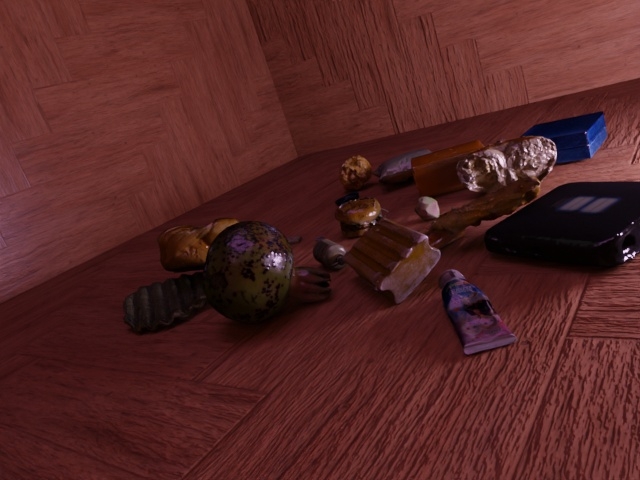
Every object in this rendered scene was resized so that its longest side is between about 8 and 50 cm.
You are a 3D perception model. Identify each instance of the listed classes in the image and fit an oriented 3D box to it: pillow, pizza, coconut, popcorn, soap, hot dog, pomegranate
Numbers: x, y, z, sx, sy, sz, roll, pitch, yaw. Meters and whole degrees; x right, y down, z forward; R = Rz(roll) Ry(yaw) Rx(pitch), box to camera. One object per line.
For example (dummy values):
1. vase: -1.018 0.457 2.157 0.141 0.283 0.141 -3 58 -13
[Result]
1. pillow: 0.400 -0.341 2.375 0.310 0.119 0.312 -21 14 5
2. pizza: 0.432 -0.075 1.382 0.288 0.075 0.280 -23 -8 9
3. coconut: 0.355 -0.107 1.720 0.081 0.082 0.083 -5 19 28
4. popcorn: 0.171 -0.324 2.524 0.180 0.179 0.170 -11 -4 25
5. soap: 0.172 0.042 1.322 0.173 0.089 0.274 -49 20 -1
6. hot dog: 0.304 -0.005 1.453 0.250 0.076 0.104 -24 17 -26
7. pomegranate: -0.137 0.092 1.367 0.341 0.284 0.285 11 12 -11

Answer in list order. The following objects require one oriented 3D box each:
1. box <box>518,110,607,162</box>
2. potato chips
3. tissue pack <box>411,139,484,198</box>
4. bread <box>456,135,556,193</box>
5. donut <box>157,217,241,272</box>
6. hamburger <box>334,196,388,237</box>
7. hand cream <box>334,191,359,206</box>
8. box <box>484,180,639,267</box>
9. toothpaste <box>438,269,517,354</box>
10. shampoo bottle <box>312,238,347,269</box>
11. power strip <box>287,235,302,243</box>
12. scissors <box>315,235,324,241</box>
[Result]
1. box: 0.897 -0.373 1.932 0.261 0.116 0.279 -2 22 42
2. potato chips: -0.484 0.180 1.729 0.359 0.070 0.429 -23 17 -15
3. tissue pack: 0.502 -0.273 1.999 0.275 0.145 0.194 -15 15 15
4. bread: 0.618 -0.254 1.754 0.314 0.171 0.192 -15 14 9
5. donut: -0.400 0.022 1.844 0.361 0.170 0.360 -7 -5 -1
6. hamburger: 0.148 -0.090 1.839 0.186 0.113 0.177 -17 15 8
7. hand cream: 0.123 -0.179 2.289 0.120 0.061 0.270 -23 8 4
8. box: 0.620 -0.049 1.220 0.359 0.091 0.350 -27 17 -25
9. toothpaste: 0.298 0.139 1.037 0.096 0.061 0.266 -16 22 4
10. shampoo bottle: 0.037 0.045 1.571 0.079 0.079 0.162 -23 17 -16
11. power strip: -0.113 0.001 2.000 0.090 0.016 0.040 -11 18 26
12. scissors: 0.000 0.000 1.896 0.036 0.006 0.083 -21 16 0
